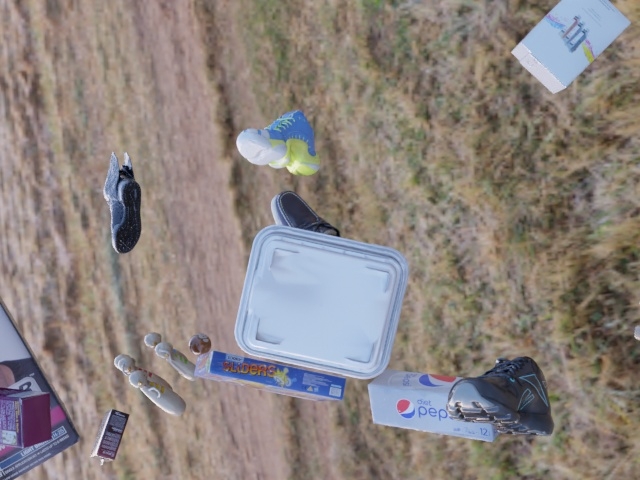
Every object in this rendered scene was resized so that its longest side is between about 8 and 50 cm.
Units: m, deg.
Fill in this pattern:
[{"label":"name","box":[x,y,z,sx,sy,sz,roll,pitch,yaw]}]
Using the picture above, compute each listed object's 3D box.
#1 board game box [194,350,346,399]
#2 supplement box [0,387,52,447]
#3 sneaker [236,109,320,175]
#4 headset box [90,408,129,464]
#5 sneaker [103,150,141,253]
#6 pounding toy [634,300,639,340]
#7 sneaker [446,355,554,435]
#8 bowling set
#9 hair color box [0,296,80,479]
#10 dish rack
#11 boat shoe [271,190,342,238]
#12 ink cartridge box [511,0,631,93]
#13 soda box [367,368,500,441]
[{"label":"board game box","box":[-0.078,0.204,1.358,0.136,0.201,0.035,149,133,-70]},{"label":"supplement box","box":[-0.338,0.191,0.990,0.083,0.043,0.054,0,92,30]},{"label":"sneaker","box":[-0.089,-0.217,1.880,0.091,0.240,0.126,-11,73,30]},{"label":"headset box","box":[-0.334,0.312,1.435,0.062,0.032,0.083,-36,37,62]},{"label":"sneaker","box":[-0.360,-0.069,1.645,0.089,0.051,0.170,37,123,48]},{"label":"pounding toy","box":[0.654,0.076,1.617,0.154,0.155,0.269,8,117,20]},{"label":"sneaker","box":[0.251,0.210,1.271,0.101,0.267,0.106,-2,73,31]},{"label":"bowling set","box":[-0.374,0.273,2.154,0.200,0.154,0.287,-54,26,-14]},{"label":"hair color box","box":[-0.453,0.144,1.113,0.105,0.174,0.347,36,151,55]},{"label":"dish rack","box":[0.003,0.132,1.875,0.072,0.333,0.285,-95,17,-84]},{"label":"boat shoe","box":[0.000,0.000,1.992,0.285,0.103,0.092,57,147,9]},{"label":"ink cartridge box","box":[0.486,-0.395,1.782,0.127,0.176,0.128,46,-175,0]},{"label":"soda box","box":[0.248,0.345,1.930,0.286,0.091,0.098,1,107,34]}]
